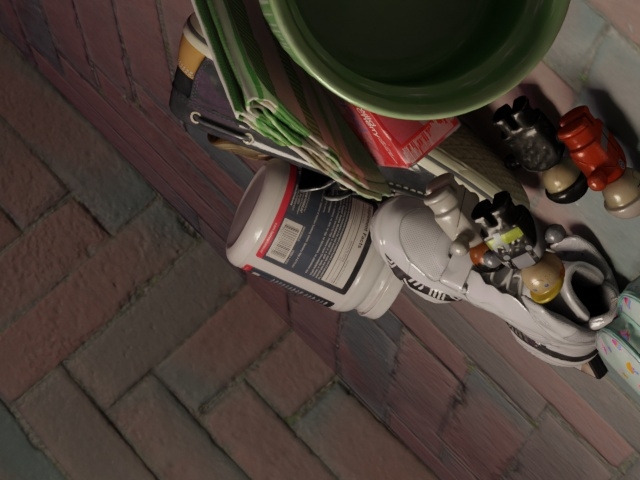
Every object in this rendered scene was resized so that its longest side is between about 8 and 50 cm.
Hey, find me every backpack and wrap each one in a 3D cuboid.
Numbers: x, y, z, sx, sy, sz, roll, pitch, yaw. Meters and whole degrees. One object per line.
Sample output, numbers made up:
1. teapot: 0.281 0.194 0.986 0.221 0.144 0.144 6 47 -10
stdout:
1. backpack: 0.415 0.113 1.754 0.166 0.144 0.188 49 164 21

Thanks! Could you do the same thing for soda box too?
1. soda box: 0.037 -0.204 1.629 0.263 0.083 0.092 54 165 -19

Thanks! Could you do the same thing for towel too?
1. towel: -0.039 -0.185 1.631 0.325 0.038 0.248 29 -146 -58

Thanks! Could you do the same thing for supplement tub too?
1. supplement tub: 0.000 0.000 2.435 0.272 0.191 0.191 25 171 -13

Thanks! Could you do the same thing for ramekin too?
1. ramekin: 0.078 -0.270 1.435 0.303 0.303 0.148 52 173 -14

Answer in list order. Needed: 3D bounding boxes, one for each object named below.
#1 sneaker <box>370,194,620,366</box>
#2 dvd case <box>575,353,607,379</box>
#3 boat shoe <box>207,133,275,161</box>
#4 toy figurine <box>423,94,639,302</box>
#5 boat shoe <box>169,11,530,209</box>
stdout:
1. sneaker: 0.247 0.034 1.981 0.365 0.137 0.210 31 162 -3
2. dvd case: 0.318 0.091 2.227 0.180 0.022 0.253 27 154 56
3. boat shoe: -0.105 -0.187 2.554 0.110 0.122 0.341 29 -177 -21
4. toy figurine: 0.246 -0.046 1.695 0.148 0.209 0.213 48 168 -24
5. boat shoe: 0.035 -0.131 1.905 0.500 0.156 0.187 24 -156 -12
